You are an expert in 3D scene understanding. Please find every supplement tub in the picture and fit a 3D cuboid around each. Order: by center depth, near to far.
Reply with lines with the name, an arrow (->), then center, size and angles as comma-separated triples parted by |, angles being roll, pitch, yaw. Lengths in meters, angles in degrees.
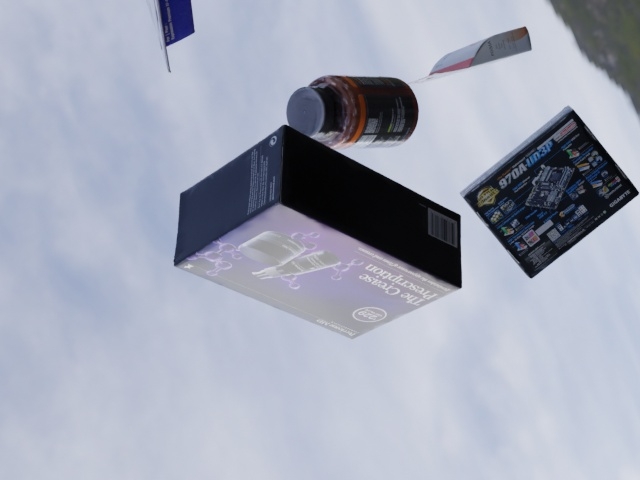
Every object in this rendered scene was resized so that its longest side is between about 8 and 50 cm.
supplement tub -> 0.042, -0.179, 1.736 | 0.198, 0.106, 0.106 | -6, -105, -50

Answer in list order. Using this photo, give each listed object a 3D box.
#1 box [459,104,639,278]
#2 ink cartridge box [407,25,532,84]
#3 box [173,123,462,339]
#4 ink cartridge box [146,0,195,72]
box -> 0.357, -0.074, 1.946 | 0.175, 0.220, 0.051 | 49, -172, -11
ink cartridge box -> 0.216, -0.283, 1.939 | 0.179, 0.145, 0.045 | -15, -87, -23
box -> 0.000, 0.000, 1.360 | 0.261, 0.184, 0.103 | 24, -125, -34
ink cartridge box -> -0.241, -0.423, 1.812 | 0.175, 0.069, 0.371 | 87, 168, -46
